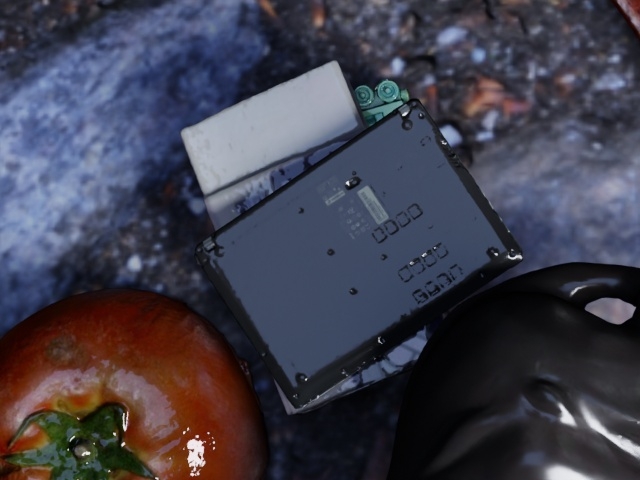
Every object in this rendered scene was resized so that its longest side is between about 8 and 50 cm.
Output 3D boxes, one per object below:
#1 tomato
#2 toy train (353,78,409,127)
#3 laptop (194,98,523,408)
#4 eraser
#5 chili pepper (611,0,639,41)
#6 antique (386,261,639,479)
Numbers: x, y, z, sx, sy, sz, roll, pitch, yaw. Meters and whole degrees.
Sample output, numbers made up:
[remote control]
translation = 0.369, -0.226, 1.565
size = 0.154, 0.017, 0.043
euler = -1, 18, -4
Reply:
[tomato]
translation = -0.148, 0.139, 0.953
size = 0.225, 0.085, 0.225
euler = -2, 78, 8
[toy train]
translation = 0.020, -0.085, 0.994
size = 0.092, 0.029, 0.045
euler = -15, 85, 7
[laptop]
translation = 0.023, 0.008, 0.900
size = 0.180, 0.016, 0.129
euler = -35, 80, 5
[eraser]
translation = 0.000, 0.000, 0.946
size = 0.124, 0.068, 0.210
euler = -24, 82, 9
[chili pepper]
translation = 0.205, -0.264, 0.936
size = 0.131, 0.134, 0.338
euler = -32, 78, -12
[antique]
translation = 0.153, 0.172, 0.839
size = 0.255, 0.185, 0.322
euler = 11, 80, 6
